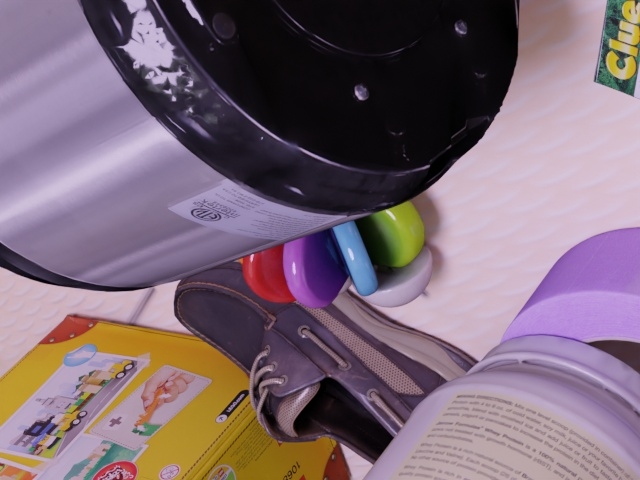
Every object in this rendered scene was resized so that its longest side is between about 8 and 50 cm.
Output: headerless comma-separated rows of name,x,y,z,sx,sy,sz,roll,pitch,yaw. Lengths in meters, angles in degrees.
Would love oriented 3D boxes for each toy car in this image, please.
toy car,0.000,0.000,1.191,0.182,0.136,0.159,5,128,38

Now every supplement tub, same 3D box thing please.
supplement tub,0.127,0.247,1.015,0.235,0.325,0.235,24,138,23

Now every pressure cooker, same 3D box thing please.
pressure cooker,-0.122,-0.154,0.962,0.420,0.375,0.370,-20,114,48

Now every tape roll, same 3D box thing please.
tape roll,0.283,0.125,1.102,0.275,0.090,0.275,24,139,23

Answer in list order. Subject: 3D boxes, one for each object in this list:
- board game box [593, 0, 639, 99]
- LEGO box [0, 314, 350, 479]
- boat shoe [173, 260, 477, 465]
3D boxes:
board game box,0.250,-0.192,0.848,0.136,0.030,0.259,27,134,29
LEGO box,-0.268,0.317,1.427,0.372,0.500,0.193,6,129,38
boat shoe,-0.008,0.122,1.317,0.355,0.130,0.132,22,137,24
